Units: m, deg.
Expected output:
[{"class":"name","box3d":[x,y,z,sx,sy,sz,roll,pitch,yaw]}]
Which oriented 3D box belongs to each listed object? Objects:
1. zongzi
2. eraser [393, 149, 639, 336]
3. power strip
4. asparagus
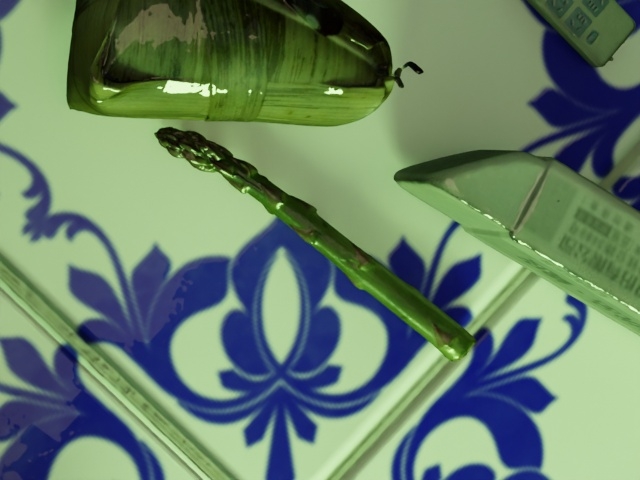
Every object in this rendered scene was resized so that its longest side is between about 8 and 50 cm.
[{"class":"zongzi","box3d":[-0.044,-0.171,1.169,0.205,0.094,0.204,2,87,-21]},{"class":"eraser","box3d":[0.209,0.025,1.265,0.352,0.089,0.061,30,83,-17]},{"class":"power strip","box3d":[0.162,-0.151,1.268,0.090,0.016,0.040,43,83,-16]},{"class":"asparagus","box3d":[0.000,0.000,1.233,0.248,0.025,0.024,37,127,-18]}]
